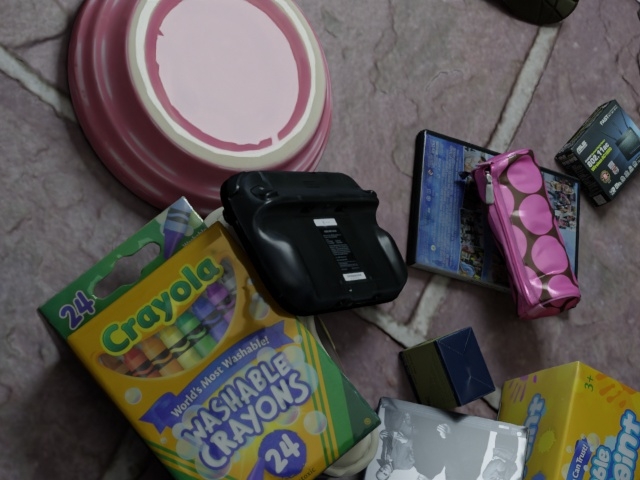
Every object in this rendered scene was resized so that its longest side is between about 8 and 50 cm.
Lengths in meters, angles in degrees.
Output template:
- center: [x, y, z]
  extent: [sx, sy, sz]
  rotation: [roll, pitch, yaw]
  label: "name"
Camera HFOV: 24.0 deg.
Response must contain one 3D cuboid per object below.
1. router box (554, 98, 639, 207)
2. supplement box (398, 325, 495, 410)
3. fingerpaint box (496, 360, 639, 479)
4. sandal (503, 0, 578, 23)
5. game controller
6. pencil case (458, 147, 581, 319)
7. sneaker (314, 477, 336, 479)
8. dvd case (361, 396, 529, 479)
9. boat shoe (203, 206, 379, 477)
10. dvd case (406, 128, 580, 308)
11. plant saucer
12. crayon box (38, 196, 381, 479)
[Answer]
- center: [0.383, -0.118, 2.028]
  extent: [0.092, 0.038, 0.122]
  rotation: [49, 58, -9]
  label: "router box"
- center: [0.149, 0.155, 1.785]
  extent: [0.056, 0.083, 0.083]
  rotation: [-19, 86, -33]
  label: "supplement box"
- center: [0.358, 0.422, 1.784]
  extent: [0.371, 0.163, 0.445]
  rotation: [27, 64, -21]
  label: "fingerpaint box"
- center: [0.250, -0.356, 2.005]
  extent: [0.219, 0.090, 0.060]
  rotation: [15, 47, -19]
  label: "sandal"
- center: [0.000, 0.000, 1.667]
  extent: [0.319, 0.067, 0.166]
  rotation: [-4, 72, -64]
  label: "game controller"
- center: [0.249, -0.005, 1.860]
  extent: [0.098, 0.095, 0.209]
  rotation: [-3, 72, -67]
  label: "pencil case"
- center: [-0.044, 0.416, 1.585]
  extent: [0.182, 0.127, 0.315]
  rotation: [43, 66, -18]
  label: "sneaker"
- center: [0.131, 0.295, 1.687]
  extent: [0.179, 0.029, 0.239]
  rotation: [12, 52, 4]
  label: "dvd case"
- center: [-0.043, 0.114, 1.674]
  extent: [0.116, 0.097, 0.324]
  rotation: [-30, 85, -11]
  label: "boat shoe"
- center: [0.225, -0.025, 1.919]
  extent: [0.253, 0.022, 0.180]
  rotation: [15, 68, -26]
  label: "dvd case"
- center: [-0.120, -0.189, 1.725]
  extent: [0.332, 0.084, 0.332]
  rotation: [9, 72, -29]
  label: "plant saucer"
- center: [-0.118, 0.130, 1.569]
  extent: [0.203, 0.083, 0.323]
  rotation: [-39, 87, -12]
  label: "crayon box"
